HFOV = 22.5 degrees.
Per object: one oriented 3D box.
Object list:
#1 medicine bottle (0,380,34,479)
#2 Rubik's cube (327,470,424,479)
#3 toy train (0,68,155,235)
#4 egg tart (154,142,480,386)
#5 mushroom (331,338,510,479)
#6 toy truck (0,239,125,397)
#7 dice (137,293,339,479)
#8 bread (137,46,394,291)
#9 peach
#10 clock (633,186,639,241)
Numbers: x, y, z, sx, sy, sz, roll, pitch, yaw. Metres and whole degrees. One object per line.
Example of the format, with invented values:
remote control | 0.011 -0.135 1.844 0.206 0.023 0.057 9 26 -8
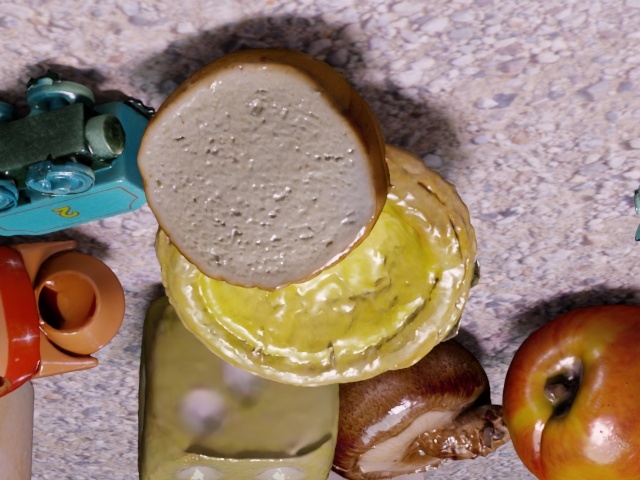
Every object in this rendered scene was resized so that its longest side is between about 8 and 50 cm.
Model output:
medicine bottle | -0.511 0.387 2.176 0.235 0.406 0.236 -1 155 -1
Rubik's cube | -0.027 0.453 2.495 0.290 0.291 0.291 -20 151 33
toy train | -0.265 -0.076 1.564 0.203 0.112 0.163 -11 159 22
egg tart | 0.000 0.000 1.657 0.345 0.132 0.345 4 133 4
mushroom | 0.122 0.226 2.162 0.278 0.163 0.297 -8 156 4
toy truck | -0.366 0.090 1.832 0.239 0.189 0.265 -6 174 -42
dice | -0.108 0.200 2.010 0.233 0.238 0.227 3 154 -9
bread | -0.050 -0.066 1.484 0.236 0.236 0.070 -12 -170 20
peach | 0.372 0.207 2.065 0.281 0.238 0.281 -25 134 -29
clock | 0.397 -0.039 1.775 0.101 0.041 0.135 3 154 -11
